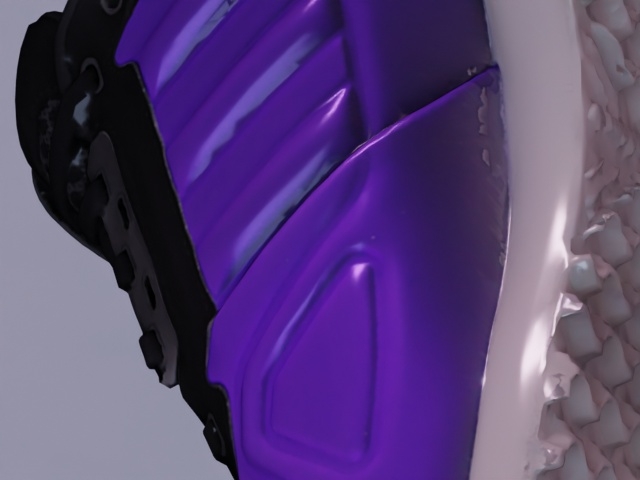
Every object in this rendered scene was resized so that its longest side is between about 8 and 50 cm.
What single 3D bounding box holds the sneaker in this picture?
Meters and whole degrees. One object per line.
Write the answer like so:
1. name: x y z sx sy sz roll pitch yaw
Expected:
1. sneaker: 0.000 0.000 0.410 0.146 0.102 0.293 -5 70 25
